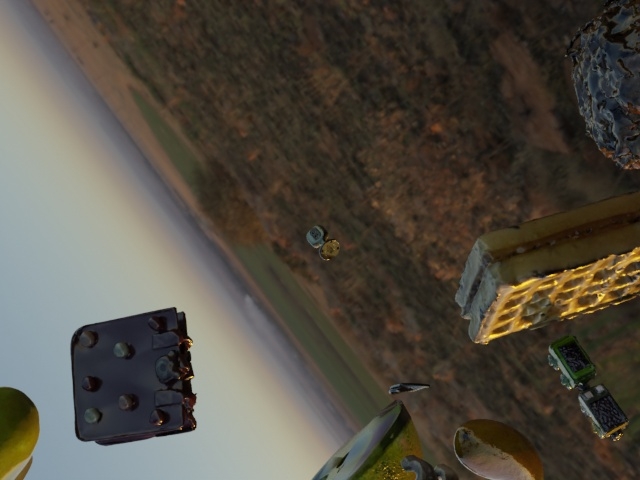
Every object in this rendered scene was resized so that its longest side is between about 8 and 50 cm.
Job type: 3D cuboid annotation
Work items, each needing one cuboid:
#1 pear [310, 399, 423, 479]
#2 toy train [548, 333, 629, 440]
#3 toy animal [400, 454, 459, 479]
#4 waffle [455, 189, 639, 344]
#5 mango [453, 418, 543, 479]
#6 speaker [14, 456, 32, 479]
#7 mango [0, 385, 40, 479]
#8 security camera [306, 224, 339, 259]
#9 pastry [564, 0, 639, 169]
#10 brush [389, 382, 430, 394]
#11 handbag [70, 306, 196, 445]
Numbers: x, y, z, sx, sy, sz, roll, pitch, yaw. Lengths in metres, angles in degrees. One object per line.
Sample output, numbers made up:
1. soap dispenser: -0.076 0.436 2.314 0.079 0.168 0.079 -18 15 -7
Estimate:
1. pear: 0.105 0.564 1.816 0.165 0.399 0.399 44 171 3
2. toy train: 0.482 0.265 1.452 0.202 0.060 0.081 62 178 29
3. toy animal: 0.141 0.447 1.234 0.121 0.233 0.168 35 -175 -44
4. waffle: 0.435 0.048 1.392 0.261 0.376 0.114 92 160 -58
5. mango: 0.376 0.449 1.667 0.227 0.136 0.099 38 -149 -14
6. speaker: -0.813 0.452 1.814 0.184 0.183 0.406 12 142 12
7. mango: -0.620 0.386 1.436 0.185 0.273 0.149 21 162 42
8. security camera: 0.000 0.000 1.877 0.092 0.058 0.058 41 165 45
9. pastry: 0.467 -0.231 1.123 0.275 0.193 0.275 -17 -90 -89
10. brush: 0.173 0.308 1.667 0.193 0.063 0.016 124 151 -74
11. handbag: -0.309 0.227 1.330 0.074 0.216 0.203 36 -136 -66
